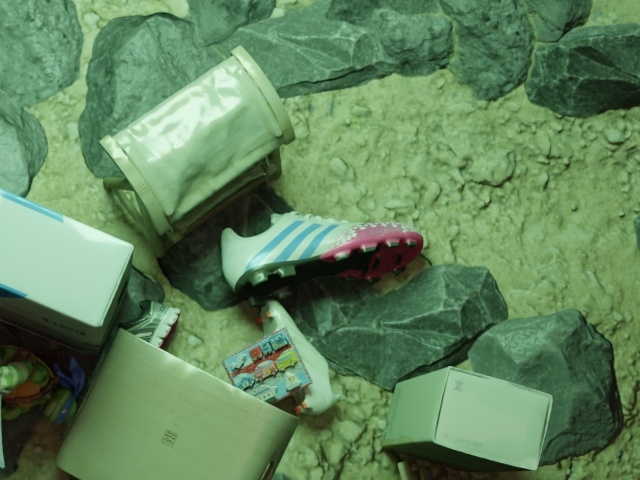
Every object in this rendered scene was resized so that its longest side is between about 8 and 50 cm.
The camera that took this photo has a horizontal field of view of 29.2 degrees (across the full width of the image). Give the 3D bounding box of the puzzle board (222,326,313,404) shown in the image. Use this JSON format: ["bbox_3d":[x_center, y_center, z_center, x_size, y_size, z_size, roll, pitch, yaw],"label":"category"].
[{"bbox_3d":[-0.083,0.202,1.895,0.128,0.011,0.096,-29,84,26],"label":"puzzle board"}]

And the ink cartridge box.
[{"bbox_3d":[-0.394,0.052,1.759,0.223,0.307,0.129,23,74,-5],"label":"ink cartridge box"}]

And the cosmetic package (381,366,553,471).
[{"bbox_3d":[0.208,0.270,1.819,0.160,0.309,0.113,16,78,-6],"label":"cosmetic package"}]

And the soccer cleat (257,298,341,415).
[{"bbox_3d":[-0.035,0.178,1.926,0.076,0.068,0.196,-21,84,-29],"label":"soccer cleat"}]

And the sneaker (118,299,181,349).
[{"bbox_3d":[-0.286,0.162,1.884,0.075,0.063,0.170,31,77,4],"label":"sneaker"}]

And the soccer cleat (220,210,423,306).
[{"bbox_3d":[0.000,0.000,1.940,0.331,0.116,0.143,-11,54,-21],"label":"soccer cleat"}]

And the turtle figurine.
[{"bbox_3d":[-0.503,0.217,1.766,0.266,0.198,0.274,36,72,4],"label":"turtle figurine"}]

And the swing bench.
[{"bbox_3d":[-0.185,-0.127,1.857,0.253,0.254,0.165,-36,87,-14],"label":"swing bench"}]

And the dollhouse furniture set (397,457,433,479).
[{"bbox_3d":[0.226,0.377,1.888,0.151,0.144,0.123,-19,80,24],"label":"dollhouse furniture set"}]

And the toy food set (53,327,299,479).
[{"bbox_3d":[-0.213,0.291,1.801,0.306,0.092,0.219,25,83,8],"label":"toy food set"}]
